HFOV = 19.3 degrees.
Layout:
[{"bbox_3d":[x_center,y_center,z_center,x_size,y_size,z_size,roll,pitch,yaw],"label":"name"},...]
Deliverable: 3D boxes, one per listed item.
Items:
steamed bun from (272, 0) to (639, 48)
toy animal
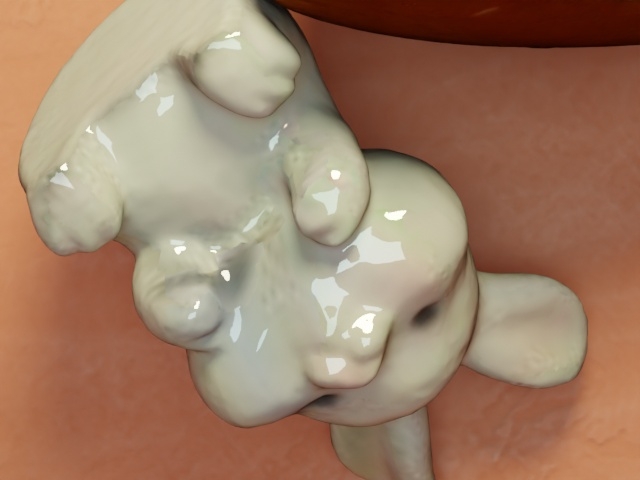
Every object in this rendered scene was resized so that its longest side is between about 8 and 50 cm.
[{"bbox_3d":[0.124,-0.229,1.086,0.379,0.248,0.235,-3,99,-25],"label":"steamed bun"},{"bbox_3d":[-0.003,0.002,1.150,0.196,0.241,0.367,-39,104,17],"label":"toy animal"}]
